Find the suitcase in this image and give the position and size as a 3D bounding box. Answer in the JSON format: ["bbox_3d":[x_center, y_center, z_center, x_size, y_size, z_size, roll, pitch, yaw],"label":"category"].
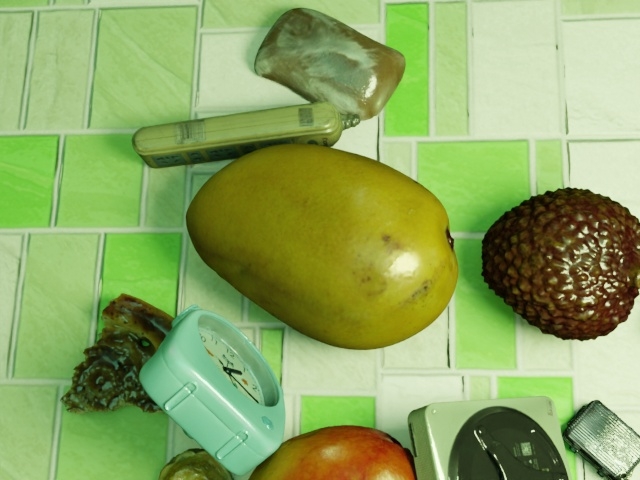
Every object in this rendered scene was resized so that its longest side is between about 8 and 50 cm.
[{"bbox_3d":[0.434,0.306,1.486,0.126,0.059,0.086,42,80,16],"label":"suitcase"}]

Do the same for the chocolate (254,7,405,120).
[{"bbox_3d":[0.012,-0.320,1.715,0.254,0.080,0.157,29,79,14],"label":"chocolate"}]

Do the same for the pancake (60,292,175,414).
[{"bbox_3d":[-0.309,0.221,1.601,0.244,0.057,0.266,-33,73,-3],"label":"pancake"}]

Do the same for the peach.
[{"bbox_3d":[0.023,0.386,1.421,0.281,0.238,0.281,-6,51,7],"label":"peach"}]

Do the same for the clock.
[{"bbox_3d":[-0.152,0.209,1.477,0.094,0.274,0.223,-41,101,11],"label":"clock"}]

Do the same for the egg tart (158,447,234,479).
[{"bbox_3d":[-0.198,0.388,1.542,0.129,0.049,0.128,-1,73,4],"label":"egg tart"}]

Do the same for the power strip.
[{"bbox_3d":[-0.123,-0.177,1.682,0.388,0.092,0.066,-8,73,5],"label":"power strip"}]

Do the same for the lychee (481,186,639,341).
[{"bbox_3d":[0.372,0.032,1.497,0.271,0.236,0.236,22,75,40],"label":"lychee"}]

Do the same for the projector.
[{"bbox_3d":[0.263,0.356,1.414,0.259,0.079,0.257,3,69,-34],"label":"projector"}]

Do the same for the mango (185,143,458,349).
[{"bbox_3d":[0.000,0.000,1.547,0.446,0.232,0.300,18,81,19],"label":"mango"}]
